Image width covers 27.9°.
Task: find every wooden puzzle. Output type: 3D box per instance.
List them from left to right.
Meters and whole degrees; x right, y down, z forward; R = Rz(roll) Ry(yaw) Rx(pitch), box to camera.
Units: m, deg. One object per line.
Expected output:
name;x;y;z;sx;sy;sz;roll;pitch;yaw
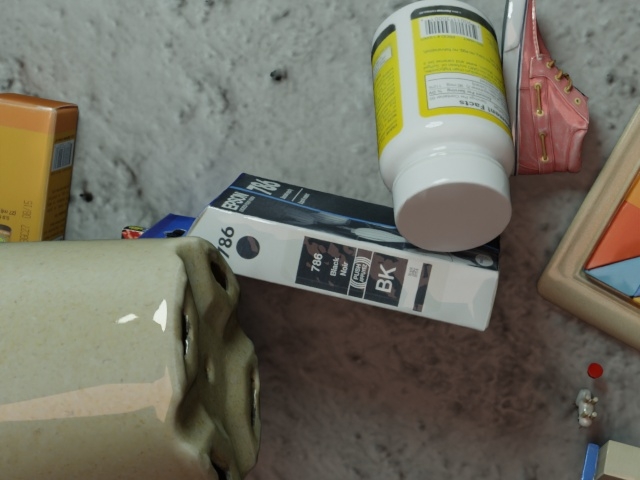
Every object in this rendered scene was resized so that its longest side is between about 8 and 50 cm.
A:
wooden puzzle;0.354;0.002;1.213;0.221;0.044;0.238;29;102;2

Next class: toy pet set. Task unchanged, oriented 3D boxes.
toy pet set;0.303;0.193;1.255;0.122;0.065;0.114;15;66;2

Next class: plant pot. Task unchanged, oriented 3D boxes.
plant pot;-0.224;0.125;1.080;0.305;0.334;0.334;-10;98;13

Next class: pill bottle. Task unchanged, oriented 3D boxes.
pill bottle;0.108;-0.102;1.136;0.119;0.208;0.119;-1;144;-1

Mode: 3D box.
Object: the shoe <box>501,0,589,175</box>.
shoe;0.209;-0.147;1.200;0.081;0.063;0.178;1;105;6

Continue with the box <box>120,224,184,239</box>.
box;-0.160;0.059;1.297;0.094;0.027;0.137;9;100;7

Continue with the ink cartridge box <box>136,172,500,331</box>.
ink cartridge box;0.000;0.000;1.196;0.333;0.165;0.065;11;105;5

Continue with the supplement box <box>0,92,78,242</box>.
supplement box;-0.299;-0.025;1.277;0.078;0.080;0.233;11;99;7
